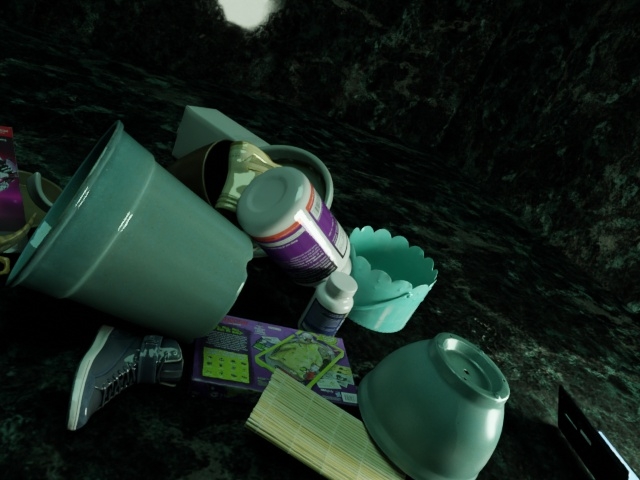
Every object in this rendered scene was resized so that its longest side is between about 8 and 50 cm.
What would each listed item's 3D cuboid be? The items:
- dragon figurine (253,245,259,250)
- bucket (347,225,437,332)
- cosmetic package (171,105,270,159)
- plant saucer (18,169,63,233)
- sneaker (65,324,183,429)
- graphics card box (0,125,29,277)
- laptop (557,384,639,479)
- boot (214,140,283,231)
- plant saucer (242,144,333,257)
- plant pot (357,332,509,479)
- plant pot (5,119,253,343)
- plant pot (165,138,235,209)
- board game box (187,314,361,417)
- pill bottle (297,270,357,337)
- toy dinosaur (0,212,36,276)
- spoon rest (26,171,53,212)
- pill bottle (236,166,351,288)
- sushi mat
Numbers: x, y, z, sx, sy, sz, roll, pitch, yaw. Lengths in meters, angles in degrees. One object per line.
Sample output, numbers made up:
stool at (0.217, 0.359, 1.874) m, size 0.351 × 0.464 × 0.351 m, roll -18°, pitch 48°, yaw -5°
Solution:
dragon figurine at (-0.268, 0.001, 1.226) m, size 0.085 × 0.289 × 0.144 m, roll -4°, pitch 80°, yaw -41°
bucket at (0.165, 0.107, 1.411) m, size 0.280 × 0.183 × 0.281 m, roll 19°, pitch 25°, yaw -9°
cosmetic package at (-0.321, -0.293, 1.747) m, size 0.365 × 0.197 × 0.155 m, roll 38°, pitch 27°, yaw 24°
plant saucer at (-0.739, -0.092, 1.188) m, size 0.277 × 0.041 × 0.278 m, roll 20°, pitch 25°, yaw -10°
sneaker at (-0.322, 0.234, 0.866) m, size 0.163 × 0.086 × 0.226 m, roll 15°, pitch 26°, yaw -11°
graphics card box at (-0.736, -0.092, 1.021) m, size 0.232 × 0.094 × 0.371 m, roll 2°, pitch 51°, yaw -40°
laptop at (0.675, 0.483, 1.179) m, size 0.136 × 0.265 × 0.234 m, roll -19°, pitch 34°, yaw -2°
boot at (-0.145, -0.104, 1.295) m, size 0.262 × 0.095 × 0.204 m, roll 35°, pitch 56°, yaw -43°
plant saucer at (-0.154, -0.102, 1.488) m, size 0.399 × 0.101 × 0.401 m, roll -6°, pitch 55°, yaw 8°
plant pot at (0.250, 0.313, 1.028) m, size 0.292 × 0.196 × 0.293 m, roll 28°, pitch 23°, yaw -13°
plant pot at (-0.333, 0.014, 0.968) m, size 0.334 × 0.341 × 0.341 m, roll 36°, pitch 18°, yaw -29°
plant pot at (-0.321, -0.141, 1.336) m, size 0.230 × 0.216 × 0.215 m, roll -3°, pitch 13°, yaw 29°
board game box at (-0.097, 0.256, 1.065) m, size 0.346 × 0.056 × 0.208 m, roll 15°, pitch 31°, yaw -18°
pill bottle at (0.020, 0.157, 1.199) m, size 0.094 × 0.170 × 0.094 m, roll 20°, pitch 31°, yaw -13°
toy dinosaur at (-0.591, 0.016, 0.911) m, size 0.211 × 0.064 × 0.112 m, roll -22°, pitch 87°, yaw -43°
spoon rest at (-0.551, -0.084, 1.220) m, size 0.276 × 0.137 × 0.084 m, roll 14°, pitch 65°, yaw -47°
pill bottle at (-0.046, -0.012, 1.210) m, size 0.181 × 0.181 × 0.323 m, roll 52°, pitch 0°, yaw 45°
sushi mat at (0.024, 0.364, 0.929) m, size 0.316 × 0.019 × 0.151 m, roll 33°, pitch 29°, yaw -1°
